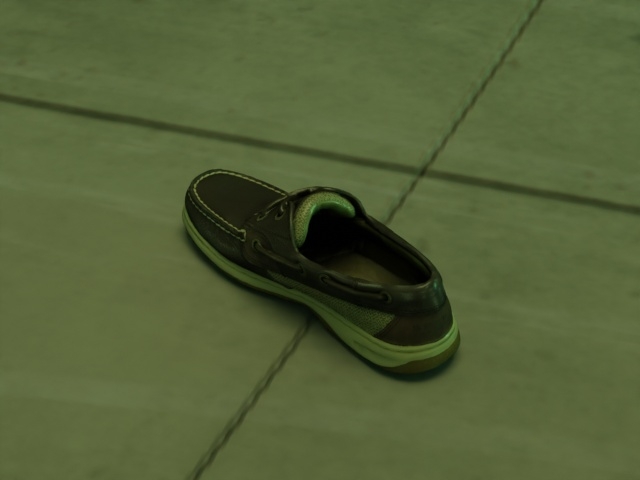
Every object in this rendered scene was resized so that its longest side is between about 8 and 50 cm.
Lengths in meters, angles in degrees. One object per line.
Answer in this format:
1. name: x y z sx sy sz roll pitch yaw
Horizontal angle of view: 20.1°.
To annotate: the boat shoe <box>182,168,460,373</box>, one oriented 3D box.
1. boat shoe: 0.000 0.000 0.769 0.152 0.049 0.056 29 45 33
